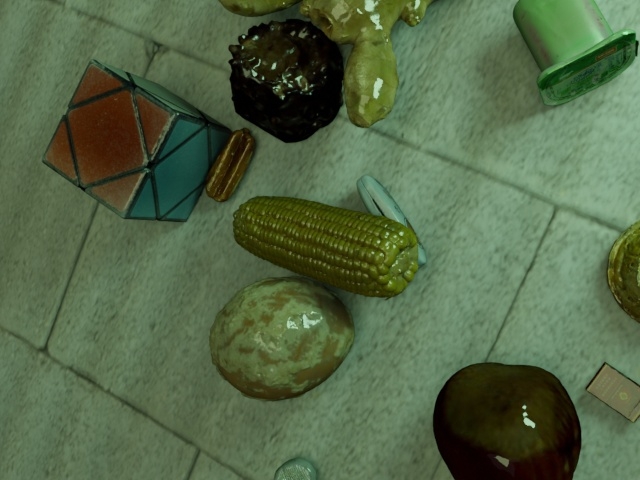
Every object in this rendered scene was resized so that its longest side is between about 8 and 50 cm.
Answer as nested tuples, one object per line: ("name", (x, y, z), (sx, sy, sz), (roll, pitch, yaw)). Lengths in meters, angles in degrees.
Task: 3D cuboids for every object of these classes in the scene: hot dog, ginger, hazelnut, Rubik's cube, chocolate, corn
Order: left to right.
("Rubik's cube", (-0.319, -0.168, 1.242), (0.207, 0.205, 0.205), (31, 100, 16))
("hot dog", (-0.163, -0.138, 1.270), (0.062, 0.038, 0.144), (28, 97, 6))
("chocolate", (-0.078, -0.288, 1.170), (0.224, 0.177, 0.206), (33, 100, 16))
("corn", (0.000, 0.000, 1.134), (0.344, 0.131, 0.131), (17, 96, 38))
("ginger", (0.058, -0.400, 1.124), (0.363, 0.122, 0.348), (40, 76, 19))
("hazelnut", (0.270, 0.298, 1.022), (0.229, 0.229, 0.230), (0, 89, 20))

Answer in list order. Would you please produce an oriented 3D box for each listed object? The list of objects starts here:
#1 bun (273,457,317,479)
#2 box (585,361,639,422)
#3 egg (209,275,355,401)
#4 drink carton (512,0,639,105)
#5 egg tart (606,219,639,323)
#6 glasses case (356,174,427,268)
("bun", (-0.041, 0.417, 1.217), (0.083, 0.045, 0.084), (-1, 87, 17))
("box", (0.449, 0.228, 1.051), (0.082, 0.023, 0.052), (35, 102, 17))
("egg", (-0.063, 0.160, 1.150), (0.245, 0.203, 0.204), (-14, 85, 12))
("drink carton", (0.366, -0.302, 1.035), (0.146, 0.144, 0.143), (-28, 71, 17))
("egg tart", (0.513, 0.046, 1.006), (0.191, 0.074, 0.192), (1, 92, 22))
("glasses case", (0.117, -0.031, 1.151), (0.045, 0.067, 0.179), (-35, 78, 16))
